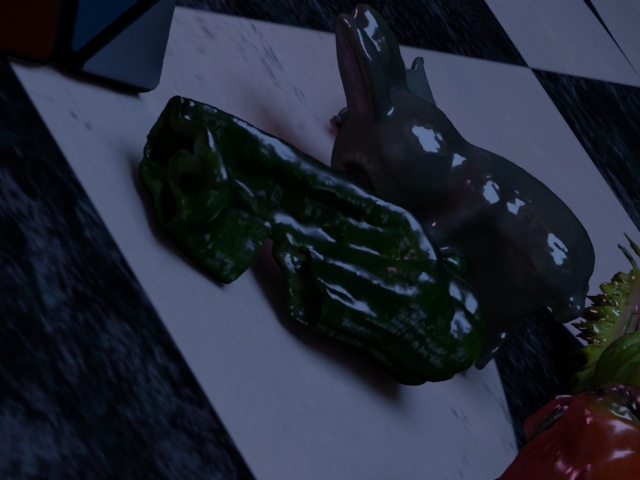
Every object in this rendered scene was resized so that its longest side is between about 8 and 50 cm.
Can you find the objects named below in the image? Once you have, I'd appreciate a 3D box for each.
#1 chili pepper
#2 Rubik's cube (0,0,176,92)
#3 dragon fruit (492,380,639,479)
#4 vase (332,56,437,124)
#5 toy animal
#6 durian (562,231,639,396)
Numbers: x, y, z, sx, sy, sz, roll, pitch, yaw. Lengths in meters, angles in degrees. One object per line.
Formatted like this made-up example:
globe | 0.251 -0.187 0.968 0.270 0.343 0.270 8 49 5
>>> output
chili pepper | 0.000 0.001 1.004 0.253 0.083 0.099 33 38 -34
Rubik's cube | -0.222 -0.217 0.915 0.250 0.284 0.234 -28 58 -36
dragon fruit | 0.169 0.194 0.876 0.227 0.224 0.224 48 22 -3
vase | 0.084 -0.053 1.259 0.149 0.081 0.081 54 22 -4
toy animal | 0.074 -0.041 1.161 0.251 0.125 0.127 51 1 -7
durian | 0.271 0.112 1.219 0.158 0.169 0.352 29 2 -7
